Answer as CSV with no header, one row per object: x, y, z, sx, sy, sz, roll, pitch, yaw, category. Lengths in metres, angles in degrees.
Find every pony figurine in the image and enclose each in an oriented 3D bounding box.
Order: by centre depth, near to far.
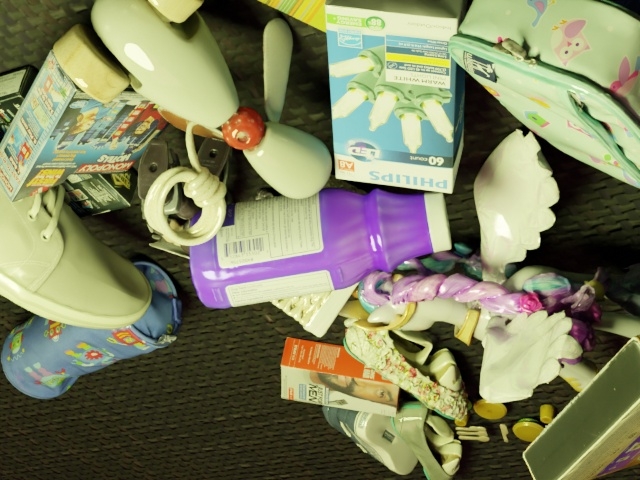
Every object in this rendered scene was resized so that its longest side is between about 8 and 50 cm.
0.240,0.071,1.829,0.363,0.302,0.351,12,157,-26,pony figurine

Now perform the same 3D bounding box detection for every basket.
-0.004,0.008,1.854,0.103,0.113,0.167,30,101,-18,basket

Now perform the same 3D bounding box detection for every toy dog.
-0.134,-0.178,1.658,0.220,0.161,0.333,-23,126,5,toy dog

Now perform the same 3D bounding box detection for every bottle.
0.000,0.000,1.730,0.283,0.118,0.092,-10,135,6,bottle

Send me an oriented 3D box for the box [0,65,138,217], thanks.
-0.354,-0.106,1.916,0.175,0.051,0.220,-12,138,32,box

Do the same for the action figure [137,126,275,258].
-0.136,-0.039,1.907,0.185,0.099,0.285,1,158,6,action figure

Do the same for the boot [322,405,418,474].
0.077,0.281,2.328,0.086,0.069,0.190,20,161,36,boot

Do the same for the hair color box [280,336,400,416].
0.030,0.192,2.214,0.167,0.053,0.093,8,144,5,hair color box

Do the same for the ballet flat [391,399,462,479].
0.171,0.303,2.310,0.068,0.072,0.213,-11,138,24,ballet flat

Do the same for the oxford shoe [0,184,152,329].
-0.366,-0.037,1.851,0.449,0.169,0.130,35,114,-28,oxford shoe

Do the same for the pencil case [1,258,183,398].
-0.310,0.126,2.171,0.133,0.119,0.306,25,145,-35,pencil case

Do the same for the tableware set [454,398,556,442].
0.260,0.251,2.252,0.154,0.024,0.104,0,140,20,tableware set

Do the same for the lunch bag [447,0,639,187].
0.264,-0.143,1.506,0.224,0.108,0.279,32,180,42,lunch bag

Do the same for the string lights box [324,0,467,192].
0.081,-0.167,1.628,0.133,0.076,0.259,7,142,10,string lights box

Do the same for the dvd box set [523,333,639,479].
0.472,0.155,1.816,0.420,0.062,0.307,-13,154,-25,dvd box set

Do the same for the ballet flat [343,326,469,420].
0.135,0.168,2.128,0.241,0.091,0.077,33,116,-33,ballet flat

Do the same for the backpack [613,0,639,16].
0.347,-0.233,1.478,0.120,0.098,0.101,23,140,-13,backpack

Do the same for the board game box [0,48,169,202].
-0.269,-0.124,1.757,0.194,0.060,0.194,-43,158,29,board game box

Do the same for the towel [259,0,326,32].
0.034,-0.243,1.632,0.237,0.021,0.102,23,147,-15,towel
